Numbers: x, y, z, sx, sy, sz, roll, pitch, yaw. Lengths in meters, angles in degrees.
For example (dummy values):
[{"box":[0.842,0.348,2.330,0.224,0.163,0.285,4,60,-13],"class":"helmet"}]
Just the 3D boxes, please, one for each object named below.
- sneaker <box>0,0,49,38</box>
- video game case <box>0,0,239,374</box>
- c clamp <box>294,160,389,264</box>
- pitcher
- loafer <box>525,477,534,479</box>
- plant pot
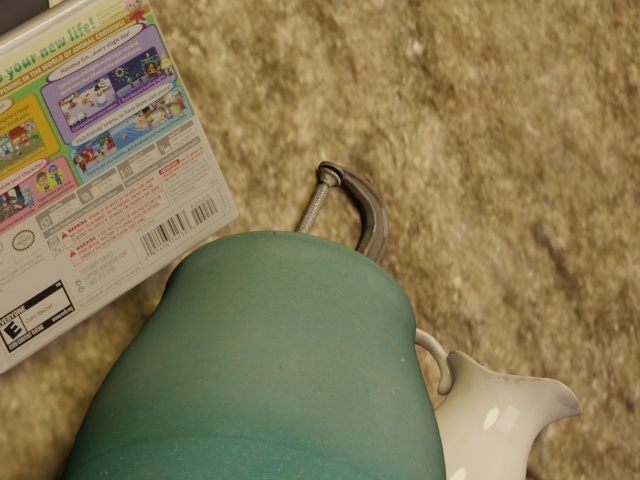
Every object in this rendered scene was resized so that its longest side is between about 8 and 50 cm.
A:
[{"box":[-0.254,-0.237,1.176,0.321,0.127,0.126,55,47,-28],"class":"sneaker"},{"box":[-0.172,-0.047,1.248,0.212,0.023,0.193,-34,115,-26],"class":"video game case"},{"box":[0.000,0.000,1.483,0.137,0.022,0.161,52,50,-27],"class":"c clamp"},{"box":[0.081,0.180,1.472,0.207,0.177,0.125,-60,154,-13],"class":"pitcher"},{"box":[0.227,0.268,1.615,0.319,0.111,0.112,24,66,-43],"class":"loafer"},{"box":[-0.039,0.143,1.258,0.271,0.271,0.255,44,38,-33],"class":"plant pot"}]
